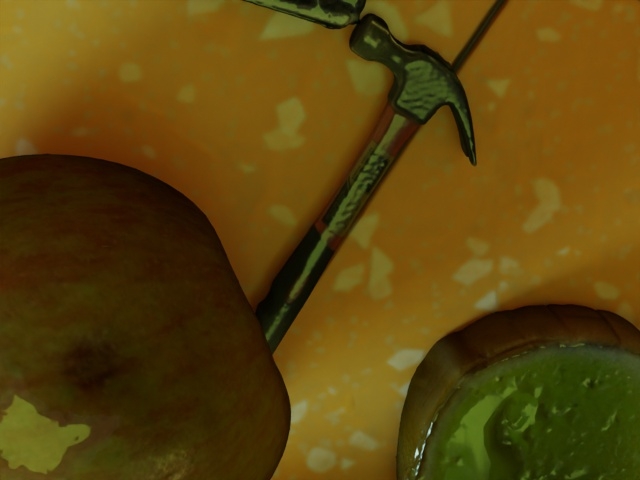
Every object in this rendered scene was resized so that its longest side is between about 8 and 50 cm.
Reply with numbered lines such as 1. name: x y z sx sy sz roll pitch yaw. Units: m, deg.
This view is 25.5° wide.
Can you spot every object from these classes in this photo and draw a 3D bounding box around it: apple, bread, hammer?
1. apple: -0.144 0.078 0.821 0.264 0.264 0.264 -3 109 -8
2. bread: 0.162 0.158 0.988 0.236 0.070 0.236 -3 108 -9
3. hammer: 0.000 0.000 0.928 0.111 0.033 0.288 30 103 -16

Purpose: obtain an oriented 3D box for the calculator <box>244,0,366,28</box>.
1. calculator: -0.076 -0.234 0.840 0.261 0.021 0.161 16 105 -14
